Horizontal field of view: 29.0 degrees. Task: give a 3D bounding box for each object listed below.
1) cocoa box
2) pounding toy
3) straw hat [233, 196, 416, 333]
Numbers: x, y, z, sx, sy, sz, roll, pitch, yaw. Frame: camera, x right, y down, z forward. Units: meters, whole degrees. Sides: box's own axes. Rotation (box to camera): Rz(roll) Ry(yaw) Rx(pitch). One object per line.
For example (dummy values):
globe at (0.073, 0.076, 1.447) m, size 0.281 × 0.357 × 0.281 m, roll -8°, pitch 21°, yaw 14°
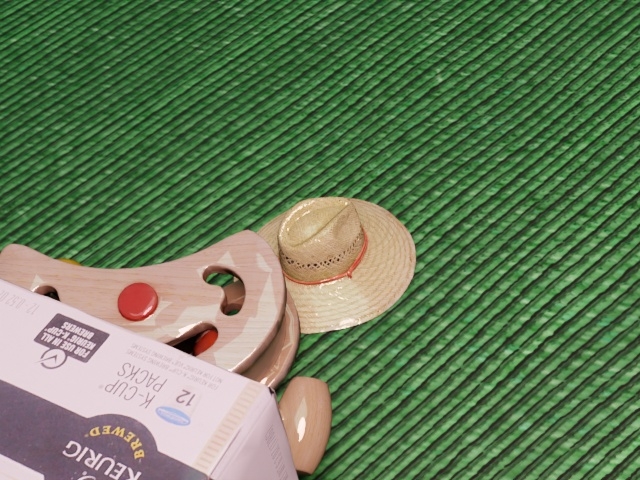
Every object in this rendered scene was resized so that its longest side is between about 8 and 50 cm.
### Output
cocoa box at (-0.208, 0.173, 0.716) m, size 0.347 × 0.231 × 0.228 m, roll 19°, pitch 55°, yaw 24°
pounding toy at (-0.105, 0.051, 0.842) m, size 0.270 × 0.155 × 0.154 m, roll 14°, pitch 65°, yaw 16°
straw hat at (0.000, 0.000, 0.945) m, size 0.145 × 0.061 × 0.144 m, roll -5°, pitch 49°, yaw 6°
